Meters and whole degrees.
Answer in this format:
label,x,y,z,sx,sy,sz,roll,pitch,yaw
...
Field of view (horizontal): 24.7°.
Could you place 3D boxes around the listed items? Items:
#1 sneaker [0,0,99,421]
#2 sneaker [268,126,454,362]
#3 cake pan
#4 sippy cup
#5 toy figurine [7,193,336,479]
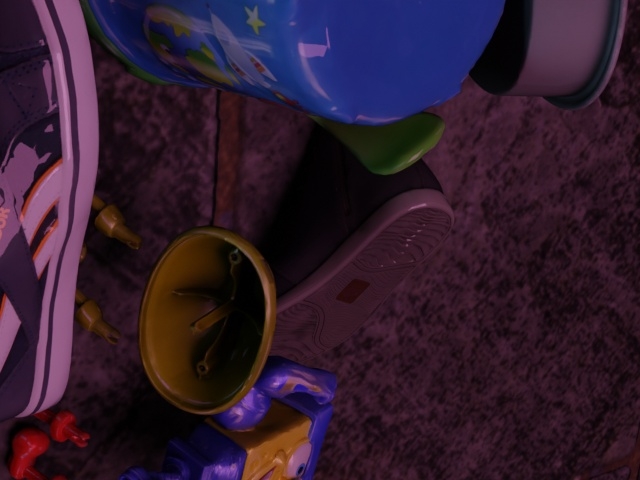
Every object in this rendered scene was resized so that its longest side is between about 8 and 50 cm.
label,x,y,z,sx,sy,sz,roll,pitch,yaw
sneaker,-0.215,-0.020,0.870,0.127,0.126,0.321,-15,123,-39
sneaker,0.000,0.000,1.096,0.222,0.118,0.083,-40,140,25
cake pan,0.115,-0.223,0.941,0.054,0.293,0.293,-13,122,-9
sippy cup,-0.012,-0.178,0.885,0.305,0.224,0.240,13,103,-42
toy figurine,-0.079,0.130,1.052,0.217,0.191,0.363,-13,122,-53
